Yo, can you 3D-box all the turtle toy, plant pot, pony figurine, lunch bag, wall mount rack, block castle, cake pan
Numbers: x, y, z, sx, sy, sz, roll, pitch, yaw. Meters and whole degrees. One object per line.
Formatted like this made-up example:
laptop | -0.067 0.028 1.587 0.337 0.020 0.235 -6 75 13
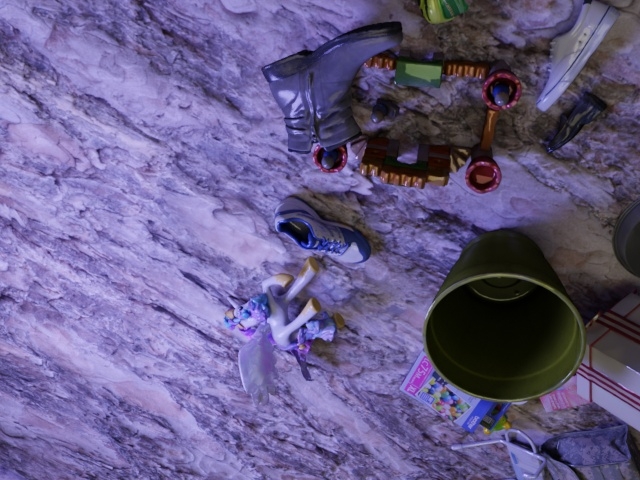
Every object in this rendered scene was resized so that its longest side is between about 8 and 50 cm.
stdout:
turtle toy | 0.540 0.551 2.080 0.095 0.066 0.130 -27 112 33
plant pot | 0.459 0.151 1.673 0.366 0.353 0.366 6 120 11
pony figurine | -0.113 0.267 1.956 0.363 0.303 0.351 -32 78 31
lunch bag | 0.857 0.727 2.066 0.287 0.169 0.235 -19 114 29
wall mount rack | 0.612 0.765 2.172 0.304 0.130 0.350 11 130 48
block castle | 0.214 -0.281 1.548 0.453 0.213 0.303 8 123 7
cake pan | 0.901 0.001 1.669 0.293 0.054 0.293 6 123 9

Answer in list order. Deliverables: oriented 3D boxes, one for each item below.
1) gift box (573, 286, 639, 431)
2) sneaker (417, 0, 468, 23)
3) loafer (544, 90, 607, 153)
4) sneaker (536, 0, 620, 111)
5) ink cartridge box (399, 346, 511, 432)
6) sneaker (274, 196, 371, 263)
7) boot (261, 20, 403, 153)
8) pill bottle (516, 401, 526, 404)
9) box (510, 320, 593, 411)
gift box | 0.809 0.289 1.682 0.255 0.258 0.276 -28 125 -23
sneaker | 0.265 -0.622 1.407 0.123 0.109 0.296 -12 118 -10
loafer | 0.594 -0.279 1.566 0.061 0.062 0.170 48 118 8
sneaker | 0.553 -0.415 1.477 0.091 0.094 0.258 36 119 11
ink cartridge box | 0.418 0.464 2.018 0.311 0.065 0.186 28 124 9
sneaker | 0.000 0.000 1.818 0.296 0.131 0.112 27 121 -7
boot | 0.051 -0.324 1.423 0.338 0.118 0.223 -12 108 31
pill bottle | 0.579 0.412 1.943 0.078 0.137 0.078 6 123 9
box | 0.651 0.318 1.861 0.142 0.154 0.300 -20 114 23
